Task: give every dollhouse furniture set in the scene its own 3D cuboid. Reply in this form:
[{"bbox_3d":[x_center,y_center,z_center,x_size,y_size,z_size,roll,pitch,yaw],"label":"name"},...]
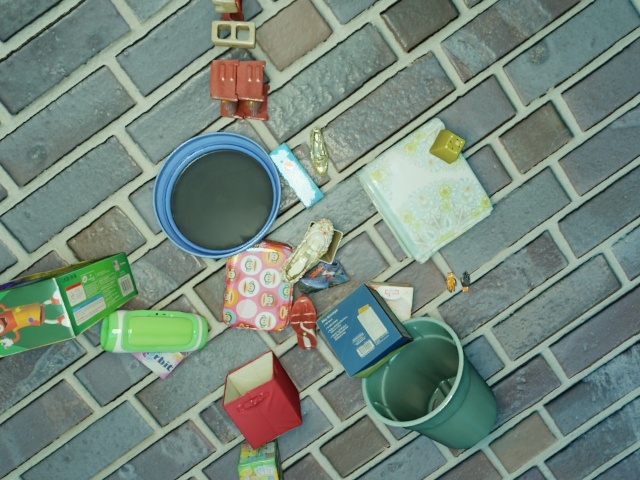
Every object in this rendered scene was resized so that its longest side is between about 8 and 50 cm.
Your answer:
[{"bbox_3d":[-0.228,-0.565,1.326,0.152,0.201,0.375,2,91,-3],"label":"dollhouse furniture set"}]

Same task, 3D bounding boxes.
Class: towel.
[{"bbox_3d":[0.342,-0.154,1.465,0.320,0.090,0.375,-35,98,-1],"label":"towel"}]

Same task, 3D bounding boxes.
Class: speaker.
[{"bbox_3d":[-0.510,0.283,1.395,0.296,0.131,0.131,10,98,-36],"label":"speaker"}]

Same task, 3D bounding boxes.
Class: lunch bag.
[{"bbox_3d":[-0.179,0.144,1.457,0.258,0.120,0.293,8,97,-5],"label":"lunch bag"}]

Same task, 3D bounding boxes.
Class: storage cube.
[{"bbox_3d":[-0.186,0.512,1.466,0.183,0.215,0.193,-29,105,0],"label":"storage cube"}]

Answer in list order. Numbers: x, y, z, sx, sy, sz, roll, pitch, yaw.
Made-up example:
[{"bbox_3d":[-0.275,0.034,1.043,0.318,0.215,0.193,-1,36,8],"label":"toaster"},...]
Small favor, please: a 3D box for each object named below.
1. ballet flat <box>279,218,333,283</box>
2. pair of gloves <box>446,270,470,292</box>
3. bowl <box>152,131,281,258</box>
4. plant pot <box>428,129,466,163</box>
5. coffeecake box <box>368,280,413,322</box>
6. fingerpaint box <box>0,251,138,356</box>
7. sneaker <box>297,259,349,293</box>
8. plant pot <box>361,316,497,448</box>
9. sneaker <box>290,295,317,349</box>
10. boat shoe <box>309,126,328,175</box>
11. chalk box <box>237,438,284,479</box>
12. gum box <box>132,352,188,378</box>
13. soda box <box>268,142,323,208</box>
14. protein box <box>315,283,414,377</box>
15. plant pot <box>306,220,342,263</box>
[{"bbox_3d":[-0.036,0.040,1.370,0.091,0.077,0.241,35,91,-8],"label":"ballet flat"},{"bbox_3d":[0.474,0.143,1.548,0.083,0.010,0.074,-3,98,-4],"label":"pair of gloves"},{"bbox_3d":[-0.310,-0.136,1.379,0.390,0.077,0.392,-1,80,3],"label":"bowl"},{"bbox_3d":[0.395,-0.288,1.368,0.081,0.083,0.081,28,93,-8],"label":"plant pot"},{"bbox_3d":[0.228,0.237,1.518,0.142,0.068,0.186,3,97,-3],"label":"coffeecake box"},{"bbox_3d":[-0.787,0.176,1.265,0.370,0.445,0.163,-15,97,-1],"label":"fingerpaint box"},{"bbox_3d":[0.001,0.116,1.444,0.083,0.221,0.087,-25,80,36],"label":"sneaker"},{"bbox_3d":[0.365,0.469,1.412,0.341,0.341,0.334,-46,121,3],"label":"plant pot"},{"bbox_3d":[-0.053,0.238,1.462,0.086,0.128,0.221,-1,126,-1],"label":"sneaker"},{"bbox_3d":[-0.006,-0.284,1.444,0.056,0.048,0.153,-5,98,-2],"label":"boat shoe"},{"bbox_3d":[-0.206,0.771,1.536,0.131,0.132,0.213,-10,97,-2],"label":"chalk box"},{"bbox_3d":[-0.543,0.360,1.495,0.188,0.062,0.107,42,94,-7],"label":"gum box"},{"bbox_3d":[-0.079,-0.205,1.441,0.071,0.067,0.210,-37,98,2],"label":"soda box"},{"bbox_3d":[0.134,0.279,1.380,0.199,0.136,0.201,-41,60,10],"label":"protein box"},{"bbox_3d":[0.000,0.000,1.459,0.108,0.096,0.109,20,97,-6],"label":"plant pot"}]
